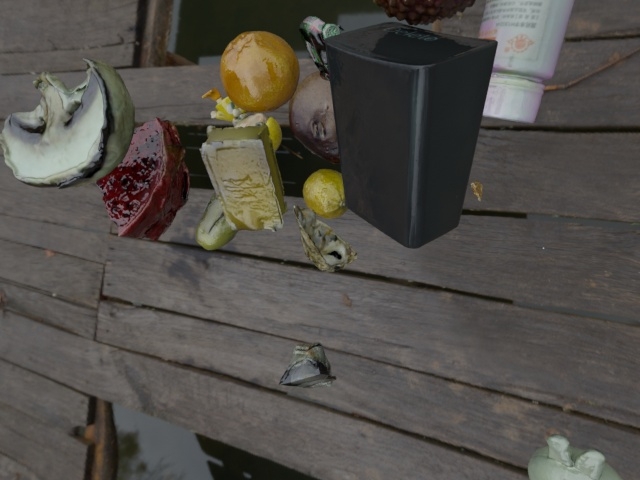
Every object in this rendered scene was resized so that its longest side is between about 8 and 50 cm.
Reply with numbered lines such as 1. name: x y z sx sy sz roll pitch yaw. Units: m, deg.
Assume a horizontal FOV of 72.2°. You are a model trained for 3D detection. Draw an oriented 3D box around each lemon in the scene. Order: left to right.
1. lemon: 0.031 -0.185 1.741 0.231 0.192 0.192 38 106 42

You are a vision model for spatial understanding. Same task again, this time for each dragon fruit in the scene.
1. dragon fruit: -0.457 -0.164 1.155 0.240 0.330 0.302 30 84 -4

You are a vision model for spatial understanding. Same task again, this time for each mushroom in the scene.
1. mushroom: -0.500 -0.230 0.894 0.344 0.130 0.247 -28 82 25
2. mushroom: 0.066 -0.437 1.622 0.331 0.356 0.334 38 108 22

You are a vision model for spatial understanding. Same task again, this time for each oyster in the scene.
1. oyster: -0.001 -0.003 1.343 0.094 0.166 0.294 -18 121 38

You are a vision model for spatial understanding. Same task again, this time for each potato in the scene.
1. potato: -0.340 -0.080 1.525 0.143 0.169 0.248 35 80 -15

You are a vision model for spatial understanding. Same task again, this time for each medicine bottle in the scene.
1. medicine bottle: 0.545 -0.534 1.213 0.219 0.219 0.388 17 111 26

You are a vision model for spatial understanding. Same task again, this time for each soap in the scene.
1. soap: -0.157 -0.128 0.934 0.135 0.076 0.233 -1 130 10

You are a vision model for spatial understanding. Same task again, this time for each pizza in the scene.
1. pizza: 0.562 -0.177 1.581 0.025 0.083 0.078 -10 82 39

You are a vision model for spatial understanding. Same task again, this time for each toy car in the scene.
1. toy car: 0.021 -0.256 0.632 0.055 0.142 0.069 -43 34 3

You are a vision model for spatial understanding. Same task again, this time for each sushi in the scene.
1. sushi: -0.017 0.374 1.312 0.134 0.273 0.109 -18 64 16

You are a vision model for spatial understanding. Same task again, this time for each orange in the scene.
1. orange: -0.119 -0.328 0.846 0.159 0.136 0.158 -11 64 22

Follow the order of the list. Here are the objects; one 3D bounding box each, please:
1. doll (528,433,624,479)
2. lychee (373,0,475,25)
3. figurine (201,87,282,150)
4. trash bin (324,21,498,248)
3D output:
1. doll: 0.387 0.384 0.637 0.113 0.275 0.155 -51 35 -18
2. lychee: 0.118 -0.342 0.456 0.188 0.188 0.188 -1 89 27
3. figurine: -0.303 -0.485 1.781 0.215 0.187 0.343 -18 122 29
4. trash bin: 0.101 -0.126 0.535 0.165 0.115 0.225 38 146 42
